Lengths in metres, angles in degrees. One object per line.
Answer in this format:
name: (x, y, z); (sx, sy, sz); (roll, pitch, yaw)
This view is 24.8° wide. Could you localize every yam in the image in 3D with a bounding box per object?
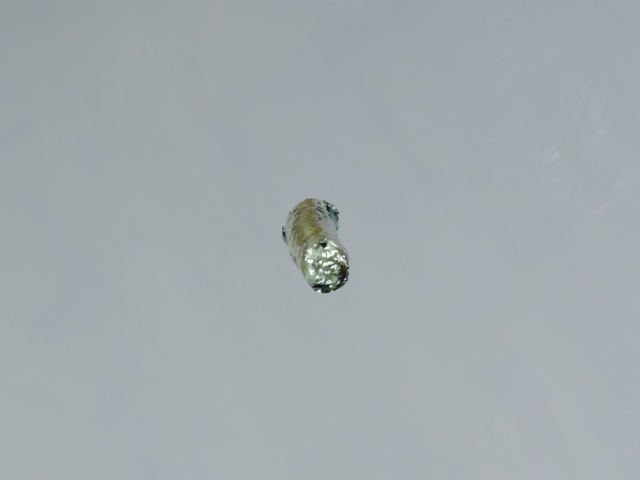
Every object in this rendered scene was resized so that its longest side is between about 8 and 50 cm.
yam: (0.000, 0.000, 0.676); (0.027, 0.033, 0.129); (56, 180, -10)
